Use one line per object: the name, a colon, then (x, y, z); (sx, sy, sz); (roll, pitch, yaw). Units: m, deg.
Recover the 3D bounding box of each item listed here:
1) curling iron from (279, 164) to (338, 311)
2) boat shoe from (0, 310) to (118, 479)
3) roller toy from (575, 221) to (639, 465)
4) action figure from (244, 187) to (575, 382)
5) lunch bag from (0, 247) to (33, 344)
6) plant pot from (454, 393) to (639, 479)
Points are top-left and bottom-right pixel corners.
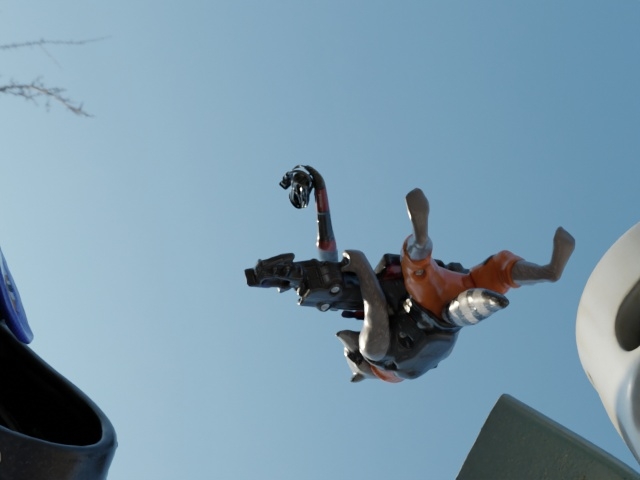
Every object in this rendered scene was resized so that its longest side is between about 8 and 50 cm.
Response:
curling iron: (0.000, 0.000, 1.224); (0.068, 0.274, 0.035); (24, -126, 37)
boat shoe: (-0.323, 0.072, 0.668); (0.500, 0.187, 0.156); (37, -74, 31)
roller toy: (0.278, 0.079, 0.559); (0.191, 0.146, 0.209); (-4, -66, 0)
action figure: (0.092, 0.079, 1.031); (0.330, 0.341, 0.178); (121, -35, -50)
lunch bag: (-0.264, -0.002, 0.350); (0.239, 0.328, 0.385); (6, -126, -2)
plant pot: (0.272, 0.347, 0.865); (0.252, 0.248, 0.247); (21, -105, 40)
